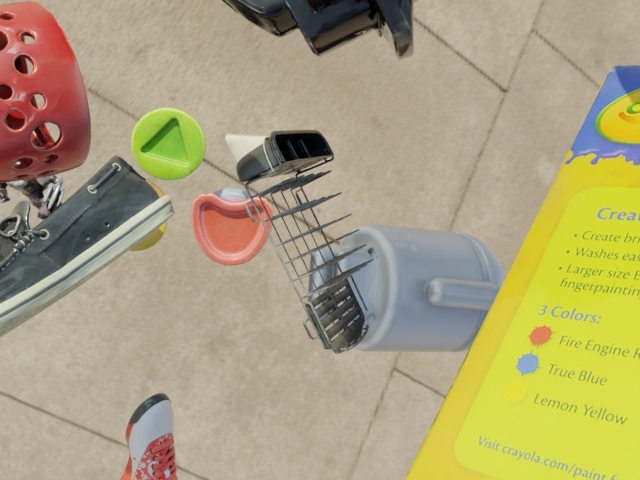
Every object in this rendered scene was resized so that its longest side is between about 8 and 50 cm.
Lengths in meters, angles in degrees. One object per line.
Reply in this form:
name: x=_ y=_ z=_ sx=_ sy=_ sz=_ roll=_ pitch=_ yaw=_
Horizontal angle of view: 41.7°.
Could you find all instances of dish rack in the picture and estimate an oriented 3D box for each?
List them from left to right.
dish rack: x=0.000 y=0.000 z=1.038 sx=0.271 sy=0.074 sz=0.208 roll=65 pitch=20 yaw=0

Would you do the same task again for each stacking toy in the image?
stacking toy: x=-0.235 y=-0.108 z=1.580 sx=0.309 sy=0.130 sz=0.279 roll=13 pitch=108 yaw=-8

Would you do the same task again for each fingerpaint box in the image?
fingerpaint box: x=0.331 y=0.072 z=0.471 sx=0.163 sy=0.445 sz=0.371 roll=49 pitch=61 yaw=-36

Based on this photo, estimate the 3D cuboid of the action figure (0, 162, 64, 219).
action figure: x=-0.482 y=-0.072 z=1.453 sx=0.099 sy=0.185 sz=0.285 roll=-48 pitch=137 yaw=-17

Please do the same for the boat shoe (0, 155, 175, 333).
boat shoe: x=-0.453 y=0.029 z=1.306 sx=0.500 sy=0.187 sz=0.156 roll=-40 pitch=97 yaw=-33

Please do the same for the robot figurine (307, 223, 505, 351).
robot figurine: x=0.154 y=0.080 z=1.353 sx=0.354 sy=0.300 sz=0.199 roll=5 pitch=92 yaw=-31

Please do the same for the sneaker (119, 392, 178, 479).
sneaker: x=-0.265 y=0.395 z=1.421 sx=0.090 sy=0.145 sz=0.270 roll=-15 pitch=133 yaw=-47

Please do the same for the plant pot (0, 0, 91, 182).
plant pot: x=-0.365 y=-0.151 z=0.903 sx=0.174 sy=0.191 sz=0.191 roll=-19 pitch=97 yaw=-34

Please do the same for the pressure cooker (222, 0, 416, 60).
pressure cooker: x=0.043 y=-0.379 z=0.708 sx=0.421 sy=0.369 sz=0.375 roll=-25 pitch=134 yaw=7
